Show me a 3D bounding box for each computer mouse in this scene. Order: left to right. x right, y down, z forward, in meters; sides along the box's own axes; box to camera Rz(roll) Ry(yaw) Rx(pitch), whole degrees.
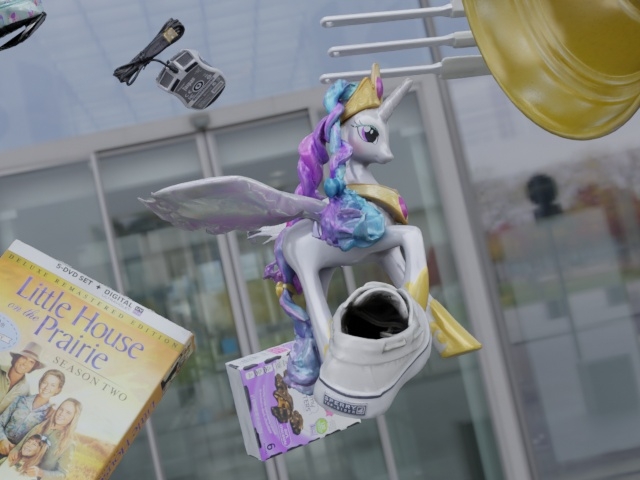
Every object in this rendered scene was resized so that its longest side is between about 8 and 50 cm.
[{"bbox_3d":[-0.188,-0.221,1.502,0.106,0.042,0.193,-47,-22,5],"label":"computer mouse"}]

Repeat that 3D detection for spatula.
[{"bbox_3d":[0.118,-0.248,1.427,0.242,0.019,0.168,-5,-26,-2],"label":"spatula"}]

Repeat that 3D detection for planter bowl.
[{"bbox_3d":[0.175,-0.177,0.709,0.090,0.217,0.217,-17,-2,-20],"label":"planter bowl"}]

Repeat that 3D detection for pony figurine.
[{"bbox_3d":[0.000,0.000,1.425,0.351,0.363,0.303,-21,-13,30],"label":"pony figurine"}]

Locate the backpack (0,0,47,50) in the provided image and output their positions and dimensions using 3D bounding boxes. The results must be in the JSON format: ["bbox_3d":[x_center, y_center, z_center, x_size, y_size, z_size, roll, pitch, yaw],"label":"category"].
[{"bbox_3d":[-0.486,-0.333,1.651,0.182,0.115,0.152,-31,31,-32],"label":"backpack"}]

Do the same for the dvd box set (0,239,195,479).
[{"bbox_3d":[-0.407,0.231,1.558,0.307,0.420,0.062,28,-28,11],"label":"dvd box set"}]

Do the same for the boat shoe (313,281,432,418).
[{"bbox_3d":[0.056,0.084,1.136,0.096,0.088,0.267,15,18,15],"label":"boat shoe"}]

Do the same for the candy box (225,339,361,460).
[{"bbox_3d":[-0.045,0.260,1.962,0.196,0.165,0.070,-17,10,-25],"label":"candy box"}]
